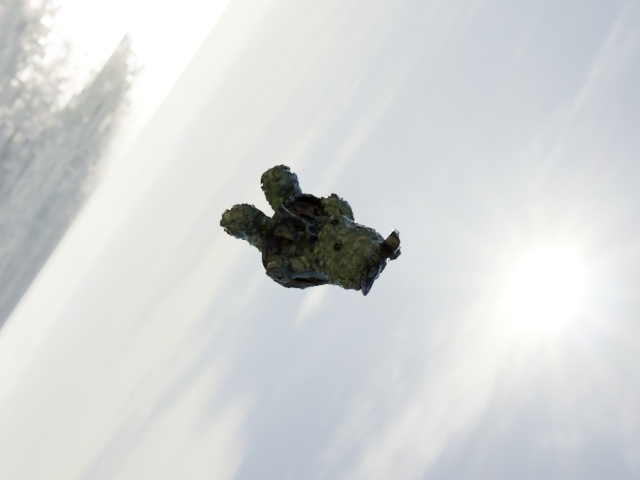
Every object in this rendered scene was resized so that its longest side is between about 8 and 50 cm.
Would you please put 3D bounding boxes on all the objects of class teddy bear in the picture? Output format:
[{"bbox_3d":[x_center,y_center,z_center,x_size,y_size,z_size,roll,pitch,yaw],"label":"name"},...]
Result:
[{"bbox_3d":[-0.002,0.012,1.556,0.133,0.213,0.111,-43,142,-28],"label":"teddy bear"}]
